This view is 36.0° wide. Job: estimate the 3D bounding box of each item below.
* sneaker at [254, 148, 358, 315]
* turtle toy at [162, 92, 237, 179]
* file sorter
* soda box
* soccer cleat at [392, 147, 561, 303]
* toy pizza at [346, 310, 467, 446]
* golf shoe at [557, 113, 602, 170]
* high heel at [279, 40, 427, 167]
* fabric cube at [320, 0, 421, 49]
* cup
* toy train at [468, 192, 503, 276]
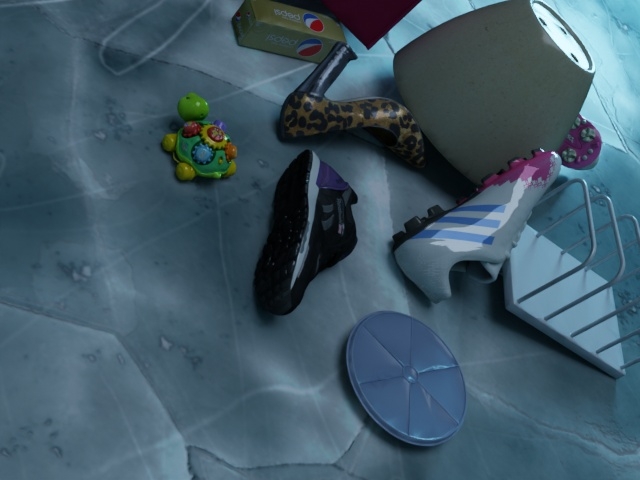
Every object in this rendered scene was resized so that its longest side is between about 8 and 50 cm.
[{"bbox_3d":[0.000,0.000,1.356,0.124,0.107,0.283,33,43,-21],"label":"sneaker"},{"bbox_3d":[-0.164,-0.142,1.361,0.095,0.066,0.130,-10,65,-42],"label":"turtle toy"},{"bbox_3d":[0.446,0.056,1.581,0.277,0.173,0.193,31,43,-27],"label":"file sorter"},{"bbox_3d":[-0.050,-0.342,1.611,0.181,0.061,0.058,6,55,-36],"label":"soda box"},{"bbox_3d":[0.262,-0.019,1.522,0.331,0.116,0.143,-30,82,-21],"label":"soccer cleat"},{"bbox_3d":[0.115,0.189,1.347,0.201,0.032,0.201,20,49,-25],"label":"toy pizza"},{"bbox_3d":[0.424,-0.246,1.898,0.306,0.115,0.140,56,13,21],"label":"golf shoe"},{"bbox_3d":[0.052,-0.161,1.567,0.261,0.093,0.186,47,68,-23],"label":"high heel"},{"bbox_3d":[0.102,-0.531,1.655,0.258,0.259,0.254,43,34,-11],"label":"fabric cube"},{"bbox_3d":[0.321,-0.274,1.676,0.331,0.237,0.331,33,34,-26],"label":"cup"},{"bbox_3d":[0.271,-0.014,1.619,0.125,0.046,0.166,-1,58,-38],"label":"toy train"}]
